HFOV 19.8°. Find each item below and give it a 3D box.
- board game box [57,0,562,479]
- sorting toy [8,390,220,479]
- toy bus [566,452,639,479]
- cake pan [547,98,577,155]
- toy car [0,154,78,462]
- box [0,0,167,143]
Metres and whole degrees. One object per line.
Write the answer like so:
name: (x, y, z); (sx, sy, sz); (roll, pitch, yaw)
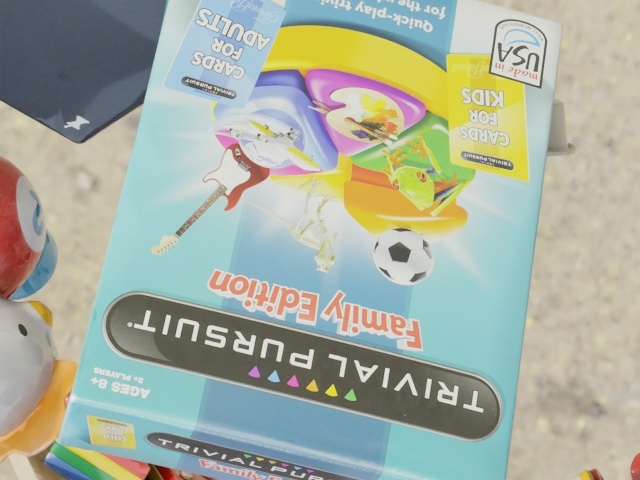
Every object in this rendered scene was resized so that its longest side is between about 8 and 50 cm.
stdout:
board game box: (0.003, -0.012, 1.123); (0.254, 0.336, 0.079); (14, 152, -7)
sorting toy: (-0.232, 0.258, 2.122); (0.255, 0.089, 0.257); (28, -174, -26)
toy bus: (0.275, 0.310, 1.859); (0.202, 0.104, 0.191); (-8, 147, -25)
cake pan: (0.136, -0.141, 1.984); (0.293, 0.293, 0.054); (11, 100, 18)
toy car: (-0.255, 0.064, 1.380); (0.238, 0.210, 0.219); (40, 172, 25)
box: (-0.218, -0.276, 1.296); (0.183, 0.294, 0.296); (-28, 142, 29)
